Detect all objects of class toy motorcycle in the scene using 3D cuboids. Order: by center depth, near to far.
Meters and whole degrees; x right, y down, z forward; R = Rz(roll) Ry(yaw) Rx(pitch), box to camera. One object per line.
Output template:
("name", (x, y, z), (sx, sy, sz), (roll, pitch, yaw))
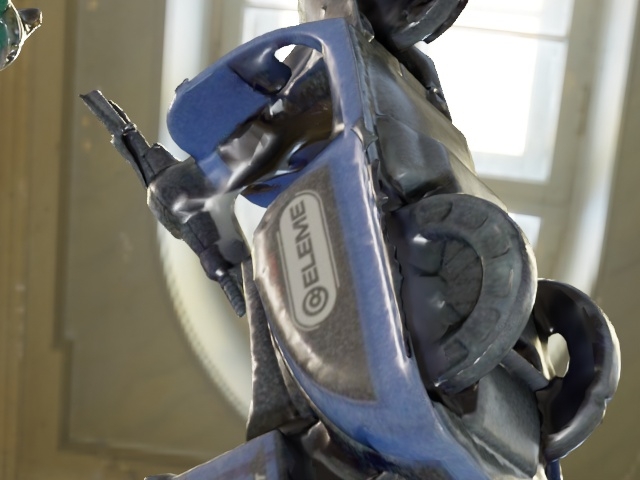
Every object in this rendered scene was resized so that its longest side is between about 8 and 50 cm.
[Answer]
("toy motorcycle", (0.000, 0.000, 0.637), (0.125, 0.213, 0.358), (40, -149, -43))

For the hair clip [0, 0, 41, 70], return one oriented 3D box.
("hair clip", (-0.398, -0.129, 1.267), (0.359, 0.110, 0.095), (-22, -143, 21))
